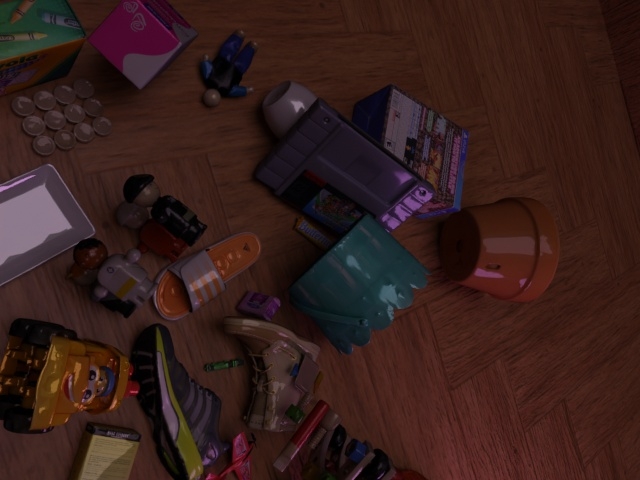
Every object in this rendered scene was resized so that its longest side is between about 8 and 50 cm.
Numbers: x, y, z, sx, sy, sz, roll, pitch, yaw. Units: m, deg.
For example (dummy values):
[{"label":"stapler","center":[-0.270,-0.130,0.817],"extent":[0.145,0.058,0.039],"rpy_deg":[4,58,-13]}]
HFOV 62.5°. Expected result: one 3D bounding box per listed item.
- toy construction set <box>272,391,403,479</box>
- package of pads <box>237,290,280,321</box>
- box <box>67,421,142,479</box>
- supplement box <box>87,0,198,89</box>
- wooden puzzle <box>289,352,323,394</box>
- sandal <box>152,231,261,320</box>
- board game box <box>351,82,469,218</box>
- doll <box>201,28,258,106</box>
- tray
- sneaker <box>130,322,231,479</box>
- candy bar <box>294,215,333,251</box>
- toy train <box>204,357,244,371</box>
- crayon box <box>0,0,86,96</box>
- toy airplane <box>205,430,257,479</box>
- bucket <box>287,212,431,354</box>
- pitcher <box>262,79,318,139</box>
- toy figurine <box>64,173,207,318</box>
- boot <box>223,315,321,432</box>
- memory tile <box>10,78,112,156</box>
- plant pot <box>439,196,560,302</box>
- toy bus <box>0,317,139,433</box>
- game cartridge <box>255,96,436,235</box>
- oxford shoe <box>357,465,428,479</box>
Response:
[{"label":"toy construction set","center":[-0.003,0.466,1.014],"extent":[0.237,0.258,0.308],"rpy_deg":[-50,128,-18]},{"label":"package of pads","center":[-0.127,0.134,1.087],"extent":[0.050,0.083,0.032],"rpy_deg":[-58,136,-27]},{"label":"box","center":[-0.380,0.430,0.876],"extent":[0.087,0.058,0.232],"rpy_deg":[23,69,-31]},{"label":"supplement box","center":[-0.308,-0.365,0.945],"extent":[0.111,0.114,0.220],"rpy_deg":[44,16,-22]},{"label":"wooden puzzle","center":[-0.029,0.276,1.079],"extent":[0.116,0.014,0.078],"rpy_deg":[61,40,-41]},{"label":"sandal","center":[-0.211,0.054,1.043],"extent":[0.265,0.076,0.101],"rpy_deg":[-38,104,-33]},{"label":"board game box","center":[0.224,-0.217,1.357],"extent":[0.291,0.141,0.231],"rpy_deg":[22,71,-31]},{"label":"doll","center":[-0.197,-0.364,1.139],"extent":[0.129,0.046,0.188],"rpy_deg":[36,63,-25]},{"label":"tray","center":[-0.526,-0.006,0.858],"extent":[0.270,0.030,0.145],"rpy_deg":[-37,105,-34]},{"label":"sneaker","center":[-0.256,0.291,0.971],"extent":[0.121,0.111,0.299],"rpy_deg":[-22,101,-46]},{"label":"candy bar","center":[0.000,0.000,1.239],"extent":[0.161,0.018,0.040],"rpy_deg":[39,62,-25]},{"label":"toy train","center":[-0.192,0.251,1.059],"extent":[0.083,0.024,0.017],"rpy_deg":[-2,84,-36]},{"label":"crayon box","center":[-0.526,-0.282,0.818],"extent":[0.278,0.165,0.081],"rpy_deg":[-34,103,-34]},{"label":"toy airplane","center":[-0.170,0.437,1.014],"extent":[0.151,0.028,0.151],"rpy_deg":[-39,136,-50]},{"label":"bucket","center":[0.074,0.088,1.117],"extent":[0.183,0.281,0.281],"rpy_deg":[47,58,0]},{"label":"pitcher","center":[-0.031,-0.276,1.211],"extent":[0.207,0.126,0.177],"rpy_deg":[45,39,-33]},{"label":"toy figurine","center":[-0.320,0.011,0.894],"extent":[0.148,0.213,0.209],"rpy_deg":[41,64,-13]},{"label":"boot","center":[-0.115,0.271,1.052],"extent":[0.262,0.095,0.203],"rpy_deg":[37,64,-46]},{"label":"memory tile","center":[-0.461,-0.222,0.949],"extent":[0.148,0.012,0.113],"rpy_deg":[-32,101,-35]},{"label":"plant pot","center":[0.458,0.019,1.420],"extent":[0.204,0.291,0.290],"rpy_deg":[5,80,-19]},{"label":"toy bus","center":[-0.375,0.215,0.822],"extent":[0.212,0.220,0.149],"rpy_deg":[20,74,-38]},{"label":"game cartridge","center":[0.058,-0.129,1.183],"extent":[0.355,0.230,0.068],"rpy_deg":[31,28,-28]},{"label":"oxford shoe","center":[0.199,0.627,1.242],"extent":[0.364,0.130,0.132],"rpy_deg":[37,93,-30]}]
